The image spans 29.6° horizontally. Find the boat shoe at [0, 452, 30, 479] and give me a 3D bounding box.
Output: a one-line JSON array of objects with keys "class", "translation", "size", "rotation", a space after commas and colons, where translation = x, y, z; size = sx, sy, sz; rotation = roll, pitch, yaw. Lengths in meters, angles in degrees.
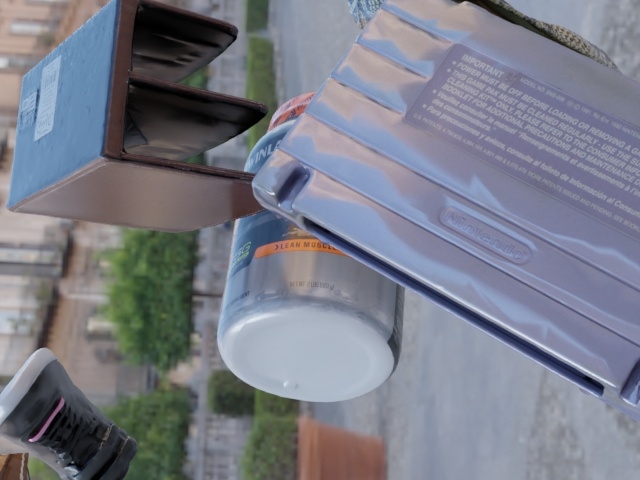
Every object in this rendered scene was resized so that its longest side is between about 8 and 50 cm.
[{"class": "boat shoe", "translation": [-0.248, 0.343, 1.021], "size": [0.122, 0.120, 0.324], "rotation": [141, 128, -72]}]

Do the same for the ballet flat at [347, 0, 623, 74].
[{"class": "ballet flat", "translation": [0.250, -0.220, 1.561], "size": [0.164, 0.483, 0.182], "rotation": [-59, 30, 12]}]

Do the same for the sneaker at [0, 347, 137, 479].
[{"class": "sneaker", "translation": [-0.273, 0.208, 1.323], "size": [0.104, 0.147, 0.296], "rotation": [-51, -5, -13]}]

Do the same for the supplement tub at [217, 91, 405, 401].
[{"class": "supplement tub", "translation": [0.000, 0.000, 1.421], "size": [0.207, 0.207, 0.338], "rotation": [99, 177, -52]}]

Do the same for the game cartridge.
[{"class": "game cartridge", "translation": [0.155, -0.041, 0.918], "size": [0.230, 0.355, 0.068], "rotation": [-53, -20, -20]}]

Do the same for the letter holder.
[{"class": "letter holder", "translation": [-0.158, -0.107, 1.200], "size": [0.302, 0.214, 0.152], "rotation": [-14, 69, 60]}]
